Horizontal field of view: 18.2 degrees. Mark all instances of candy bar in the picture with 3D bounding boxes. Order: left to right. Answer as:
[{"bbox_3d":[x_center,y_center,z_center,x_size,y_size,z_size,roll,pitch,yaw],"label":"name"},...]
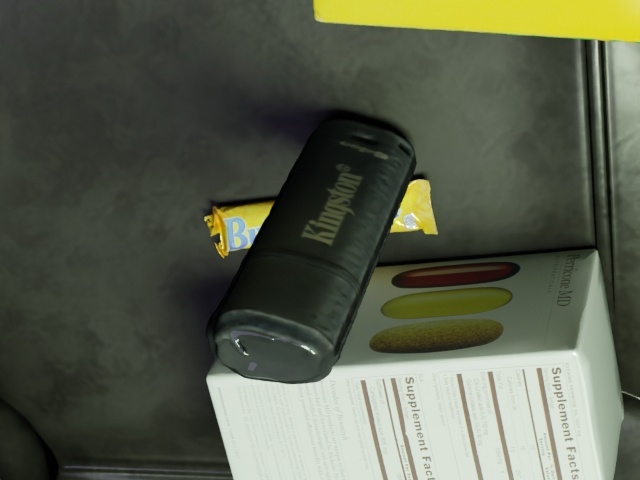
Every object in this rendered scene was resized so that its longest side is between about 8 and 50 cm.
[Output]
[{"bbox_3d":[0.000,-0.014,1.349,0.161,0.018,0.040,-7,116,17],"label":"candy bar"}]

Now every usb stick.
[{"bbox_3d":[0.000,0.000,1.204,0.077,0.278,0.045,10,120,9],"label":"usb stick"}]

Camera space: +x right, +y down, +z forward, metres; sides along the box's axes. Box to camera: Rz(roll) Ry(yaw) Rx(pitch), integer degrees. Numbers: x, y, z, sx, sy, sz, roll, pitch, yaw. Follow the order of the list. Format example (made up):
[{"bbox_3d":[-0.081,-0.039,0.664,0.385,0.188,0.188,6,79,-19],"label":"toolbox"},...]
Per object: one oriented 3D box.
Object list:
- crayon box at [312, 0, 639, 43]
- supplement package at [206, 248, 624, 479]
[{"bbox_3d":[0.152,-0.296,1.104,0.313,0.106,0.363,4,120,11],"label":"crayon box"},{"bbox_3d":[0.069,0.102,1.325,0.244,0.139,0.134,-5,117,16],"label":"supplement package"}]
